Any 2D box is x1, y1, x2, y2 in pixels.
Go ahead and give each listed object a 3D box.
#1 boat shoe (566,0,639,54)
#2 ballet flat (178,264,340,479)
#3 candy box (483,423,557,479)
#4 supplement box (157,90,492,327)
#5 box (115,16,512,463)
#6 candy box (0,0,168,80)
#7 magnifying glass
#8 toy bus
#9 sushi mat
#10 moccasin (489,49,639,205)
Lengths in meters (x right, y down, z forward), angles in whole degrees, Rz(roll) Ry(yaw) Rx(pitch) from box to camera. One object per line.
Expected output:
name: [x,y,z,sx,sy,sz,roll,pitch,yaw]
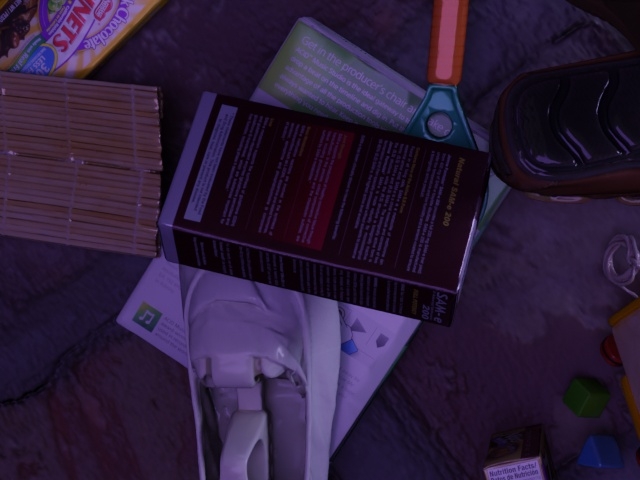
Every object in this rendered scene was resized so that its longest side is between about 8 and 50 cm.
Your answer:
boat shoe: [0.247,-0.231,1.208,0.110,0.121,0.341,-32,67,-17]
ballet flat: [-0.054,0.139,1.319,0.139,0.139,0.400,-2,99,10]
candy box: [0.189,0.262,1.360,0.053,0.109,0.186,-13,95,12]
supplement box: [0.005,-0.026,1.261,0.239,0.073,0.130,13,64,8]
box: [0.000,0.000,1.383,0.232,0.058,0.322,34,104,4]
candy box: [-0.220,-0.203,1.406,0.206,0.027,0.105,-43,91,13]
magnifying glass: [0.099,-0.105,1.310,0.092,0.026,0.231,6,98,8]
toy bus: [0.314,0.117,1.317,0.104,0.191,0.202,6,104,-35]
sushi mat: [-0.280,-0.077,1.411,0.317,0.019,0.151,8,102,19]
moccasin: [0.325,-0.090,1.272,0.380,0.147,0.139,-13,80,-1]
